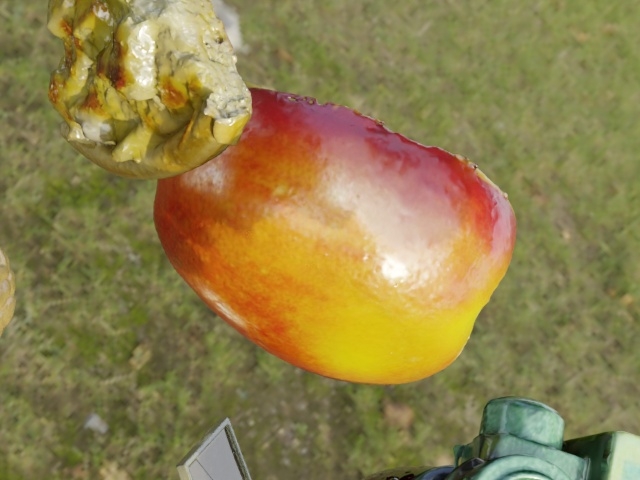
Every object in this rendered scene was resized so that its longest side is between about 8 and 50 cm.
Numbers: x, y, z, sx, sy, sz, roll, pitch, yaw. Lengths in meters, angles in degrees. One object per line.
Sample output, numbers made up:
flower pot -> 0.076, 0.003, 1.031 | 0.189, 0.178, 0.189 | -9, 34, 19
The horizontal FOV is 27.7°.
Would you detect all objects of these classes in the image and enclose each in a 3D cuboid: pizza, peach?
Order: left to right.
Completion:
pizza -> -0.170, -0.161, 1.127 | 0.089, 0.323, 0.223 | -14, 100, -33
peach -> 0.000, 0.000, 1.379 | 0.380, 0.306, 0.242 | 26, 71, 5

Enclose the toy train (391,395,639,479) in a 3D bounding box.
toy train -> 0.142, 0.291, 0.806 | 0.237, 0.150, 0.368 | 19, 70, -16

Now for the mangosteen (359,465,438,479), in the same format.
mangosteen -> 0.103, 0.406, 1.337 | 0.306, 0.306, 0.359 | 38, 62, -13

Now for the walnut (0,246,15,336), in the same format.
walnut -> -0.430, 0.046, 1.322 | 0.225, 0.225, 0.261 | 52, 17, 13

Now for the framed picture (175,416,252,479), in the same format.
framed picture -> -0.108, 0.332, 1.568 | 0.150, 0.015, 0.203 | -43, 115, -68
